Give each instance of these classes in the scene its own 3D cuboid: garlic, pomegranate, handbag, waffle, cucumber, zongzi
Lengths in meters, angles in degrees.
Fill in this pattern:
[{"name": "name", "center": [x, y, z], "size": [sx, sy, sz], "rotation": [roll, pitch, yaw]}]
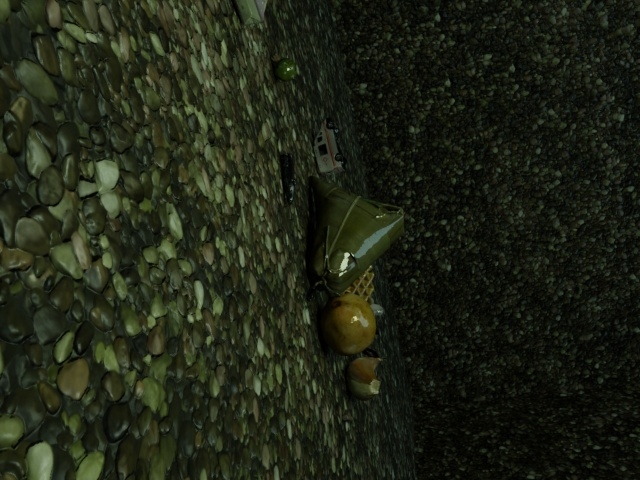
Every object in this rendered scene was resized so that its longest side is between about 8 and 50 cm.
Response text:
[{"name": "garlic", "center": [0.144, 0.467, 1.887], "size": [0.115, 0.128, 0.207], "rotation": [34, 23, -1]}, {"name": "pomegranate", "center": [0.088, 0.255, 1.628], "size": [0.196, 0.196, 0.196], "rotation": [-10, 90, -78]}, {"name": "handbag", "center": [-0.175, -0.635, 1.356], "size": [0.117, 0.095, 0.173], "rotation": [72, 21, -57]}, {"name": "pomegranate", "center": [-0.108, -0.517, 1.621], "size": [0.085, 0.073, 0.073], "rotation": [67, 9, 12]}, {"name": "waffle", "center": [0.101, 0.169, 1.843], "size": [0.249, 0.056, 0.254], "rotation": [24, 74, -46]}, {"name": "cucumber", "center": [-0.085, -0.163, 1.493], "size": [0.043, 0.038, 0.164], "rotation": [21, 56, -52]}, {"name": "zongzi", "center": [0.000, 0.000, 1.678], "size": [0.447, 0.418, 0.182], "rotation": [-43, 149, -28]}]

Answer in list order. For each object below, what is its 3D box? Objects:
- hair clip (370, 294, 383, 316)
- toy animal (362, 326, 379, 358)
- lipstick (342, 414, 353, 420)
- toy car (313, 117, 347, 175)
[{"name": "hair clip", "center": [0.146, 0.267, 1.962], "size": [0.257, 0.146, 0.075], "rotation": [-57, 173, -50]}, {"name": "toy animal", "center": [0.133, 0.362, 2.004], "size": [0.179, 0.116, 0.219], "rotation": [-19, 77, -47]}, {"name": "lipstick", "center": [0.088, 0.570, 1.746], "size": [0.094, 0.018, 0.019], "rotation": [53, 29, -64]}, {"name": "toy car", "center": [0.025, -0.349, 2.034], "size": [0.089, 0.108, 0.210], "rotation": [15, 61, -75]}]
